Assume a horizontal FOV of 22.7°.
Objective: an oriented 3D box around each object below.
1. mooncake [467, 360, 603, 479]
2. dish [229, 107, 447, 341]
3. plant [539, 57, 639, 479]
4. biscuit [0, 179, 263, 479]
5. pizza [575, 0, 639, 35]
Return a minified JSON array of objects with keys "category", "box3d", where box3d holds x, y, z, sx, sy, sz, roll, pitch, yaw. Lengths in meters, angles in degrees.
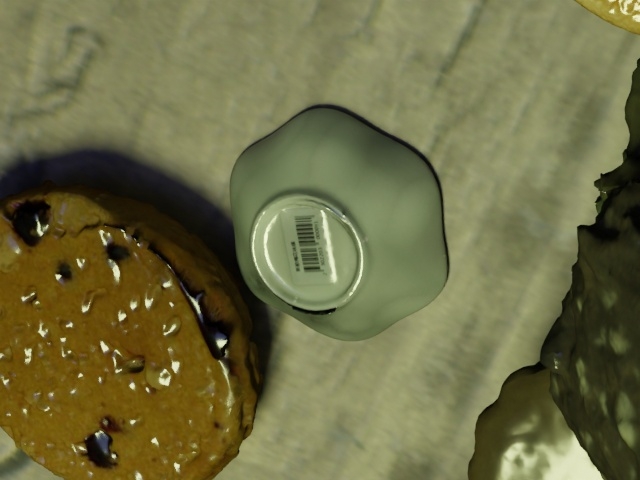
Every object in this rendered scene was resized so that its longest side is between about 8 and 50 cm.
[{"category":"mooncake","box3d":[0.225,0.169,1.132,0.228,0.124,0.228,9,110,26]},{"category":"dish","box3d":[0.000,0.000,1.199,0.190,0.066,0.191,9,113,21]},{"category":"plant","box3d":[0.241,0.034,0.952,0.213,0.312,0.215,-9,139,-15]},{"category":"biscuit","box3d":[-0.176,0.084,1.305,0.296,0.075,0.296,11,116,25]},{"category":"pizza","box3d":[0.231,-0.192,1.025,0.271,0.056,0.134,15,117,20]}]
